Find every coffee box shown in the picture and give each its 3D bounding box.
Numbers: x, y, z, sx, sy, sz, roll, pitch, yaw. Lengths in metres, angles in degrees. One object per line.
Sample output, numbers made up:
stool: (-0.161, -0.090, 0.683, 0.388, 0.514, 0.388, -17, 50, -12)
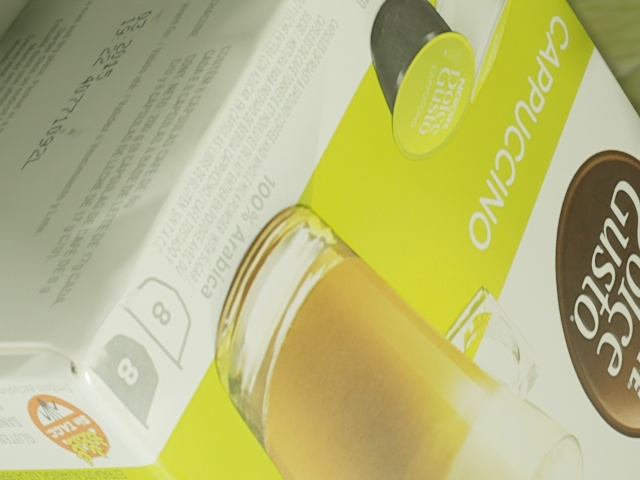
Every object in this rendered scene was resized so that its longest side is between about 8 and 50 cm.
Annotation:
coffee box: (-0.051, 0.050, 0.782, 0.338, 0.338, 0.334, -9, 131, 40)
